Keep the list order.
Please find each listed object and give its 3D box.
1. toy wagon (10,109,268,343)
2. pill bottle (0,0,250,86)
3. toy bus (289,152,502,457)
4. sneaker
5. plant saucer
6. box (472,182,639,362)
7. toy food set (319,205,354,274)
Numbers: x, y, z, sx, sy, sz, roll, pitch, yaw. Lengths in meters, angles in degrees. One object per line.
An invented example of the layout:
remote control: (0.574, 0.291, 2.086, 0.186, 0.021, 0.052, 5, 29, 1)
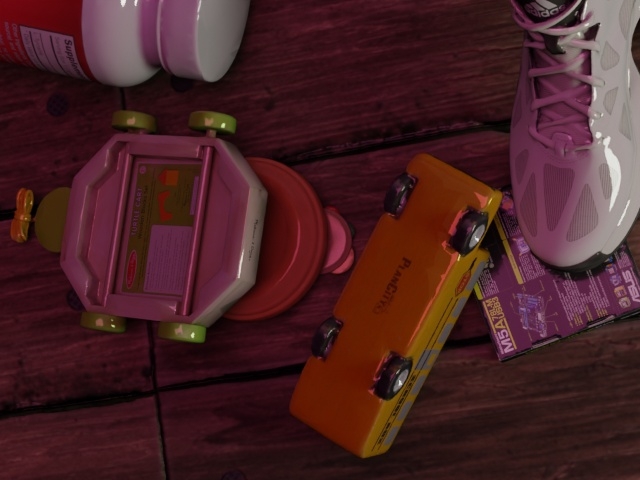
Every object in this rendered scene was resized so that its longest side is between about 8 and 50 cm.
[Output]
toy wagon: (-0.222, -0.021, 1.648, 0.344, 0.068, 0.267, 4, 83, 32)
pill bottle: (-0.301, -0.312, 1.646, 0.408, 0.229, 0.229, 13, 85, 13)
toy bus: (0.090, 0.074, 1.531, 0.108, 0.130, 0.332, 30, 98, 23)
sneaker: (0.234, -0.190, 1.426, 0.169, 0.257, 0.447, 7, 93, 33)
plant saucer: (-0.090, -0.003, 1.642, 0.200, 0.037, 0.200, -3, 82, 21)
box: (0.258, 0.020, 1.574, 0.184, 0.045, 0.190, -23, 78, 11)
toy food set: (0.000, 0.000, 1.644, 0.083, 0.020, 0.082, -3, 82, 12)
